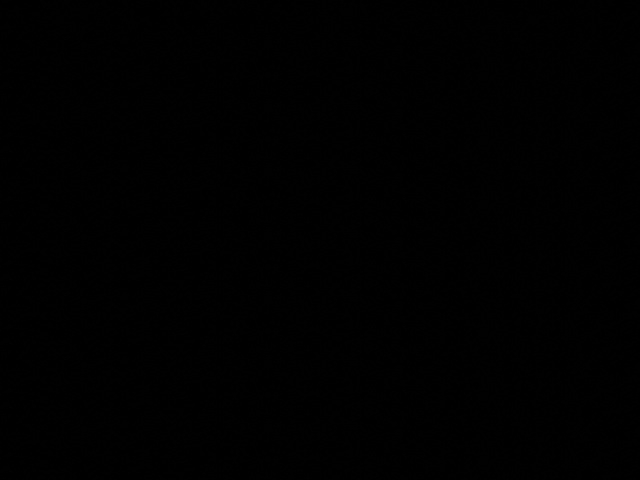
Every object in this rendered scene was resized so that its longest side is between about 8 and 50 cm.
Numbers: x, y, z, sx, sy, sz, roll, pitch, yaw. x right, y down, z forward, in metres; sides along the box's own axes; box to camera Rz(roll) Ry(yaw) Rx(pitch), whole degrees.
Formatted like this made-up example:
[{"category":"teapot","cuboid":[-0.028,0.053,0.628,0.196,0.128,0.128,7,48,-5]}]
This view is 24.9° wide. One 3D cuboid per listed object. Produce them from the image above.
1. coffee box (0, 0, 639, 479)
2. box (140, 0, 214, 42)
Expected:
[{"category":"coffee box","cuboid":[0.000,0.000,0.185,0.334,0.338,0.338,-2,155,15]},{"category":"box","cuboid":[0.054,0.029,0.615,0.312,0.179,0.343,47,154,-3]}]
